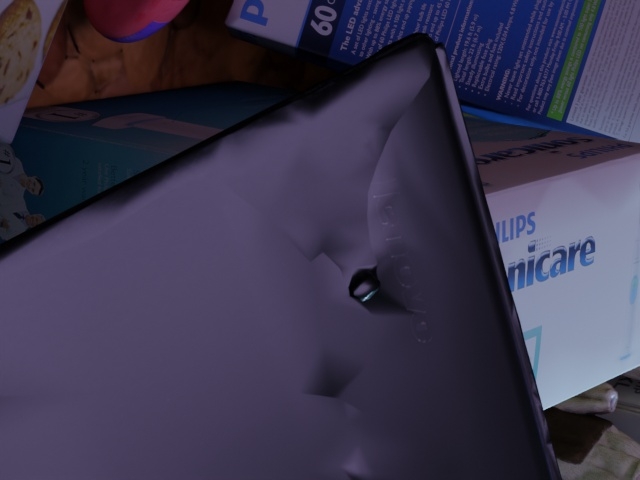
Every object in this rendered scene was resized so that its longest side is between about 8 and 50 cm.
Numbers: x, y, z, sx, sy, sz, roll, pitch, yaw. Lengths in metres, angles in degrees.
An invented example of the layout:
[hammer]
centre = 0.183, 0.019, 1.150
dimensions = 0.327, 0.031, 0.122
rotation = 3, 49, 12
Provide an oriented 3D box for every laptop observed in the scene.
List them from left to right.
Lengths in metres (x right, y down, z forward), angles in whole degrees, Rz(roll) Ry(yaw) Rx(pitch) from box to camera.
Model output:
[laptop]
centre = -0.123, 0.160, 0.734
dimensions = 0.236, 0.408, 0.382
rotation = -55, 132, -57

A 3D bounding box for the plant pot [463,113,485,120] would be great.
[plant pot]
centre = 0.122, -0.049, 1.135
dimensions = 0.187, 0.212, 0.212
rotation = -48, 180, -8

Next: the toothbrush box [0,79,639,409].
[toothbrush box]
centre = 0.000, 0.000, 0.932
dimensions = 0.216, 0.295, 0.126
rotation = -15, 111, -53

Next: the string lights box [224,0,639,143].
[string lights box]
centre = 0.089, -0.141, 1.001
dimensions = 0.077, 0.260, 0.133
rotation = -59, 168, -89

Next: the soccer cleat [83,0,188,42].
[soccer cleat]
centre = -0.058, -0.215, 0.982
dimensions = 0.095, 0.083, 0.248
rotation = 37, 66, -57

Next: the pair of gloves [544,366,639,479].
[pair of gloves]
centre = 0.179, 0.094, 1.290
dimensions = 0.240, 0.204, 0.042
rotation = -37, 143, -43

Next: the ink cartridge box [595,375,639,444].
[ink cartridge box]
centre = 0.301, 0.214, 1.525
dimensions = 0.285, 0.166, 0.395
rotation = -40, 131, -42

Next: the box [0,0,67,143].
[box]
centre = -0.137, -0.208, 0.882
dimensions = 0.067, 0.063, 0.324
rotation = 37, 69, -53
